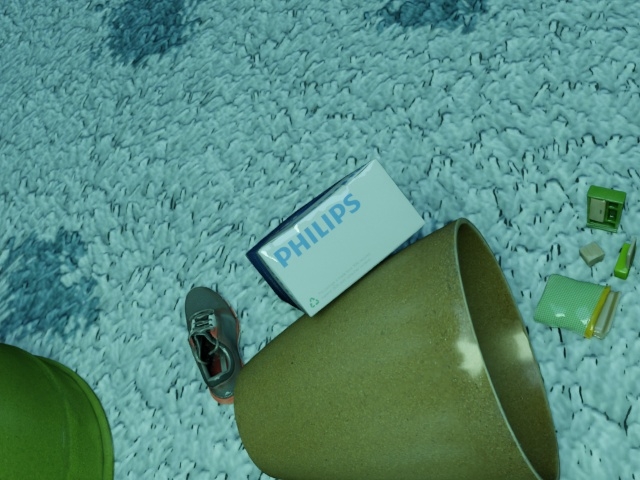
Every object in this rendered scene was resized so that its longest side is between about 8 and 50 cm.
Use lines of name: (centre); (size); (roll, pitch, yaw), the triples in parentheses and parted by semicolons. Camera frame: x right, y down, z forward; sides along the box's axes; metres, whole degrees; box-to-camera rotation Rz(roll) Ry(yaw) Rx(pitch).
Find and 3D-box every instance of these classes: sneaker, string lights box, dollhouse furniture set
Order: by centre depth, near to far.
string lights box: (0.000, 0.000, 0.717); (0.133, 0.259, 0.077); (-38, 94, -7)
dollhouse furniture set: (0.281, 0.022, 0.726); (0.076, 0.059, 0.152); (17, 65, 27)
sneaker: (-0.125, 0.107, 0.800); (0.061, 0.065, 0.158); (-28, 54, -1)

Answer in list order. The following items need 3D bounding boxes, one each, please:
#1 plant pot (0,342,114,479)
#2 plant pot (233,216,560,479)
plant pot: (-0.451, 0.211, 0.664); (0.366, 0.353, 0.367); (-9, 55, 13)
plant pot: (0.056, 0.135, 0.645); (0.254, 0.237, 0.237); (-22, 53, 21)
